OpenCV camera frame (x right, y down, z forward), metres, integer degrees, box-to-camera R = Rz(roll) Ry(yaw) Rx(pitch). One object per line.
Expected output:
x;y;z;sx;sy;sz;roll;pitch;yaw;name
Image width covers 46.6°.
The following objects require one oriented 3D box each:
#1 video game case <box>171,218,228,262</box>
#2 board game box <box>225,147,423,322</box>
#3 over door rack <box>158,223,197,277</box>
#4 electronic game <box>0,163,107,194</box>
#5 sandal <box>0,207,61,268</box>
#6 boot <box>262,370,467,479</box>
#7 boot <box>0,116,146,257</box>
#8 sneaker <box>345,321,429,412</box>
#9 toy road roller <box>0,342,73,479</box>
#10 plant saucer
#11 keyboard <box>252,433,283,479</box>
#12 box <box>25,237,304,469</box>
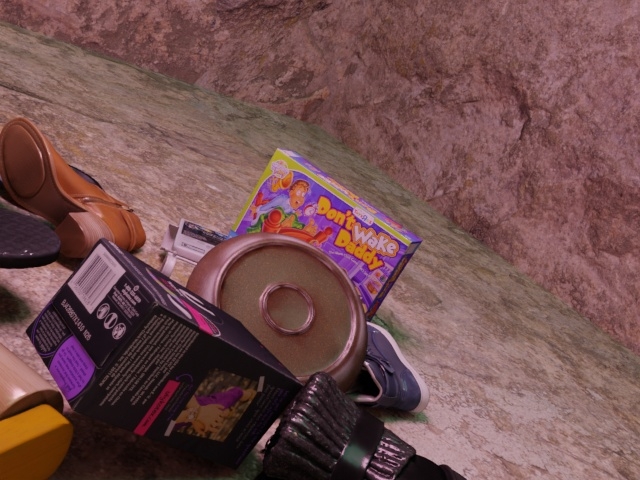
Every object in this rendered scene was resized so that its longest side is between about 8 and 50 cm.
-0.216;0.021;1.577;0.191;0.022;0.173;21;17;-12;video game case
0.000;0.000;1.532;0.347;0.233;0.078;36;16;19;board game box
-0.177;0.081;1.325;0.240;0.108;0.324;23;5;-14;over door rack
-0.530;-0.109;1.468;0.229;0.048;0.229;24;17;-8;electronic game
-0.577;0.014;0.967;0.446;0.106;0.167;2;27;-27;sandal
0.056;0.302;0.856;0.260;0.131;0.348;38;5;-5;boot
-0.434;-0.090;1.337;0.283;0.109;0.220;51;14;8;boot
0.070;0.209;1.300;0.164;0.086;0.226;14;21;-42;sneaker
-0.371;0.121;0.650;0.203;0.240;0.330;32;18;19;toy road roller
-0.057;0.114;1.157;0.311;0.050;0.310;13;57;-20;plant saucer
-0.028;0.288;1.001;0.100;0.038;0.192;29;16;14;keyboard
-0.177;0.140;0.884;0.165;0.143;0.270;37;-3;44;box
